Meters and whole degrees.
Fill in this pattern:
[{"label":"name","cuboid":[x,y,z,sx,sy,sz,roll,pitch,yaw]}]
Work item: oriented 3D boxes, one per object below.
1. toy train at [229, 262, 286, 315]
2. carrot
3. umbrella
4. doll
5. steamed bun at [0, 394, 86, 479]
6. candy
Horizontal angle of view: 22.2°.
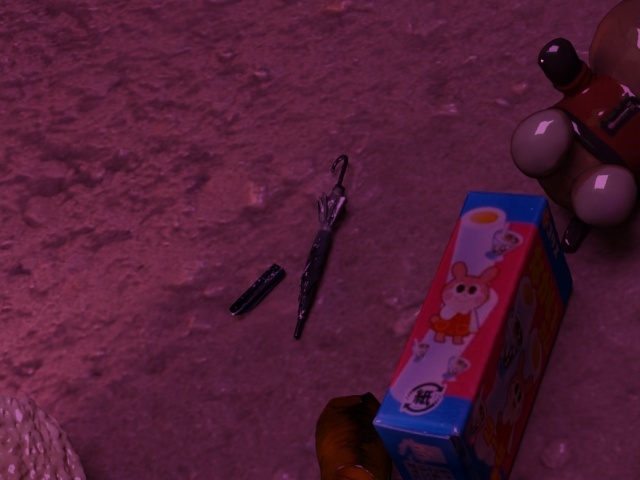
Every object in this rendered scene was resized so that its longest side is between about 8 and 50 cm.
[{"label":"toy train","cuboid":[-0.075,0.061,1.933,0.083,0.017,0.017,-45,46,-17]},{"label":"carrot","cuboid":[0.034,0.222,1.681,0.082,0.082,0.173,-17,23,9]},{"label":"umbrella","cuboid":[0.004,-0.002,1.939,0.044,0.044,0.269,-25,40,41]},{"label":"doll","cuboid":[0.356,-0.145,1.829,0.235,0.174,0.330,43,77,11]},{"label":"steamed bun","cuboid":[-0.388,0.307,1.730,0.272,0.273,0.290,16,49,-19]},{"label":"candy","cuboid":[0.165,0.111,1.689,0.100,0.157,0.306,7,55,28]}]
